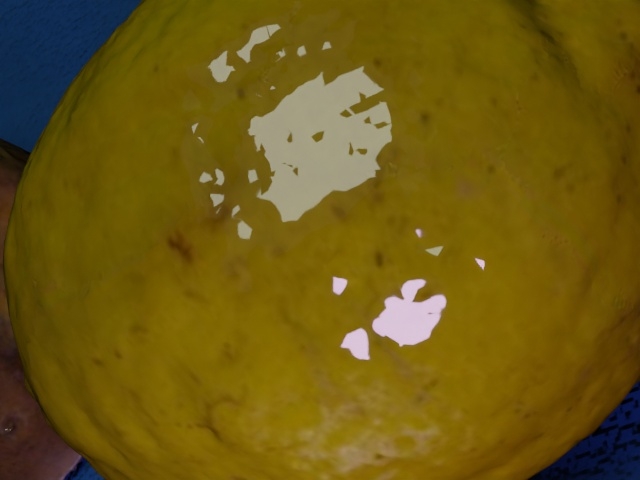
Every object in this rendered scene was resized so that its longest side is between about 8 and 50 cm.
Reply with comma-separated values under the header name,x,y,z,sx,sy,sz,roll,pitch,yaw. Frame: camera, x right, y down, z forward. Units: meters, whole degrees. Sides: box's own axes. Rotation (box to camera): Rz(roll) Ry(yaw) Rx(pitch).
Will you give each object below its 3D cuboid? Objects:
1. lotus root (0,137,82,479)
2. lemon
name,x,y,z,sx,sy,sz,roll,pitch,yaw
lotus root,-0.258,0.034,0.797,0.272,0.192,0.272,-13,59,22
lemon,0.006,-0.003,0.582,0.316,0.285,0.285,-40,54,0
